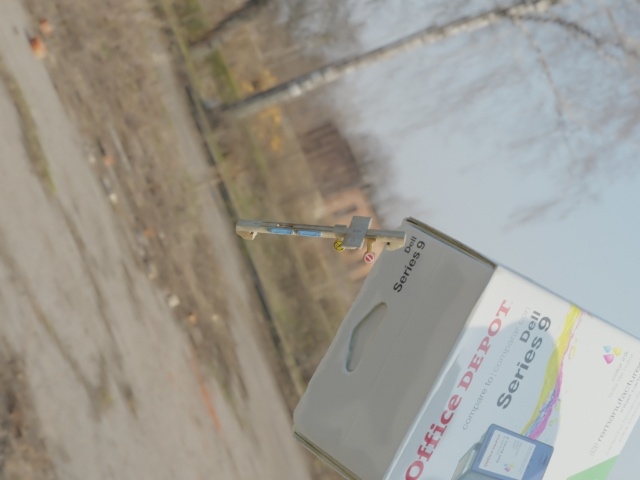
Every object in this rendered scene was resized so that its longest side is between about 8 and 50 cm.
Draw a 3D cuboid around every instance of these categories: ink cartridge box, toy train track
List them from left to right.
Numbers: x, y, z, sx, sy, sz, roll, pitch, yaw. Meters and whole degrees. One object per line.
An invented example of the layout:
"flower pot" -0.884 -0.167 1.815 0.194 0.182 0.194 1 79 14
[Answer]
"toy train track" 0.000 0.000 0.670 0.048 0.083 0.014 -63 157 -69
"ink cartridge box" 0.106 0.097 0.863 0.212 0.154 0.093 27 2 -42
